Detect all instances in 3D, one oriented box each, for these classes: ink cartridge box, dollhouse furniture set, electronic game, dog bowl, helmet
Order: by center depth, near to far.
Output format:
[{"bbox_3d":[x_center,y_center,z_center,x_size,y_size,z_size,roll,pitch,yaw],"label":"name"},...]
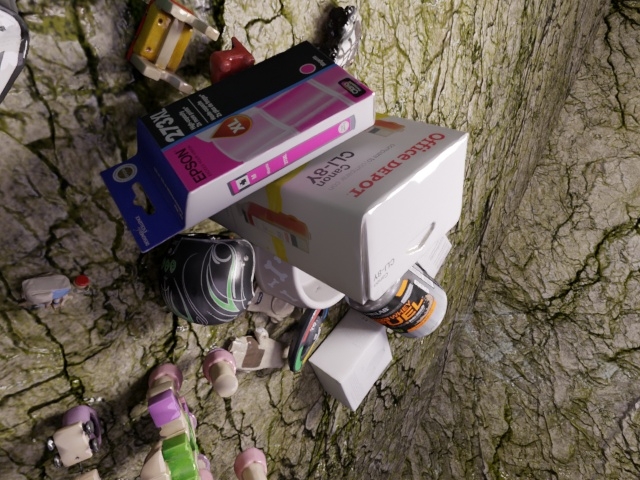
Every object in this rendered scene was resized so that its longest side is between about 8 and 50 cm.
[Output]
[{"bbox_3d":[-0.120,-0.148,0.591,0.371,0.176,0.069,-33,150,-13],"label":"ink cartridge box"},{"bbox_3d":[-0.121,-0.396,0.611,0.201,0.152,0.374,8,122,-54],"label":"dollhouse furniture set"},{"bbox_3d":[0.007,-0.103,0.714,0.279,0.385,0.160,-38,138,-33],"label":"ink cartridge box"},{"bbox_3d":[-0.200,0.071,0.754,0.169,0.169,0.161,-2,97,-52],"label":"helmet"},{"bbox_3d":[0.000,0.000,0.982,0.349,0.102,0.348,-26,123,-49],"label":"dog bowl"},{"bbox_3d":[-0.025,0.242,1.127,0.229,0.048,0.229,-61,166,-27],"label":"electronic game"}]

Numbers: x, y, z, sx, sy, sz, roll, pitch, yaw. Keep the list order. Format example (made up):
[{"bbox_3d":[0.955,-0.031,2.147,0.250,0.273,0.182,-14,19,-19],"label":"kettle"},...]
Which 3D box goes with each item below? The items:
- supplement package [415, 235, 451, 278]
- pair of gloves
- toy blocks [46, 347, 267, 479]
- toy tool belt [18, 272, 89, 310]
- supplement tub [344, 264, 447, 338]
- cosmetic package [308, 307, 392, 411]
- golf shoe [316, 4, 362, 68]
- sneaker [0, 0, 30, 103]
[{"bbox_3d":[0.299,0.008,1.326,0.134,0.139,0.244,-60,146,-5],"label":"supplement package"},{"bbox_3d":[-0.131,0.211,1.034,0.204,0.042,0.240,12,99,-51],"label":"pair of gloves"},{"bbox_3d":[-0.287,0.381,0.823,0.309,0.260,0.288,-17,97,-18],"label":"toy blocks"},{"bbox_3d":[-0.389,0.075,0.617,0.083,0.052,0.051,-7,148,-47],"label":"toy tool belt"},{"bbox_3d":[0.203,0.142,1.236,0.338,0.207,0.207,33,84,-37],"label":"supplement tub"},{"bbox_3d":[0.102,0.383,1.359,0.224,0.138,0.224,-47,142,-26],"label":"cosmetic package"},{"bbox_3d":[0.032,-0.366,0.853,0.198,0.077,0.094,-61,145,-2],"label":"golf shoe"},{"bbox_3d":[-0.406,-0.255,0.317,0.257,0.169,0.447,-38,146,-45],"label":"sneaker"}]
